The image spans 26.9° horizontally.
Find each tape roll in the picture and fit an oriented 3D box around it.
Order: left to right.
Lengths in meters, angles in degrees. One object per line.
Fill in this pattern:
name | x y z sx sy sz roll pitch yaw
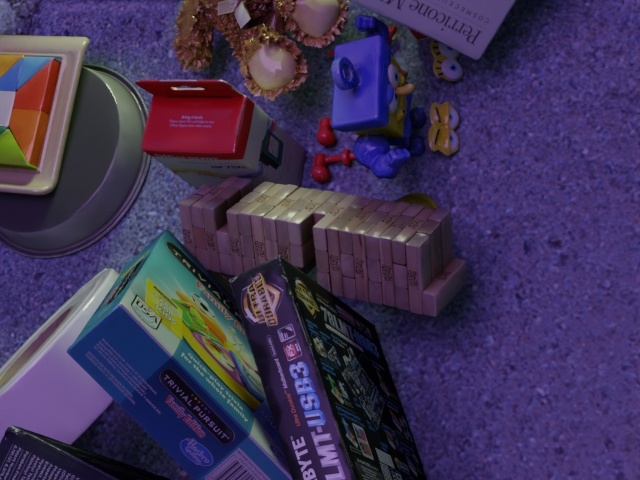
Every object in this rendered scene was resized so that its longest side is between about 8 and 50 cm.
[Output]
tape roll | -0.316 0.164 1.620 0.286 0.286 0.100 -45 100 5

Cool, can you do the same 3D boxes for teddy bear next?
teddy bear | -0.089 -0.317 1.760 0.338 0.113 0.245 27 98 41

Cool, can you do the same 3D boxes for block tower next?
block tower | 0.000 0.000 1.557 0.335 0.091 0.097 11 122 28

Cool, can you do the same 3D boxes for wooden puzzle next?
wooden puzzle | -0.443 -0.183 1.868 0.221 0.044 0.238 6 75 26

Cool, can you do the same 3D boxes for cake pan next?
cake pan | -0.374 -0.121 1.873 0.293 0.054 0.293 -8 70 22

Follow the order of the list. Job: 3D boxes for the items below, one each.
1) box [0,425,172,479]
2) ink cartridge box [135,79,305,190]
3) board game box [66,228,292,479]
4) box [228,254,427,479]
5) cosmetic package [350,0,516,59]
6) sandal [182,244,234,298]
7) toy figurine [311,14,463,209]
box | -0.167 0.365 1.444 0.313 0.343 0.179 18 80 29
ink cartridge box | -0.127 -0.121 1.657 0.134 0.231 0.078 3 74 26
board game box | -0.129 0.135 1.460 0.079 0.336 0.254 -41 99 10
box | 0.028 0.194 1.443 0.073 0.295 0.293 -26 64 12
cosmetic package | 0.186 -0.465 1.534 0.453 0.230 0.161 -59 30 21
sandal | -0.079 0.061 1.678 0.240 0.088 0.079 34 57 23
toy figurine | 0.042 -0.135 1.594 0.191 0.217 0.362 -3 71 24
